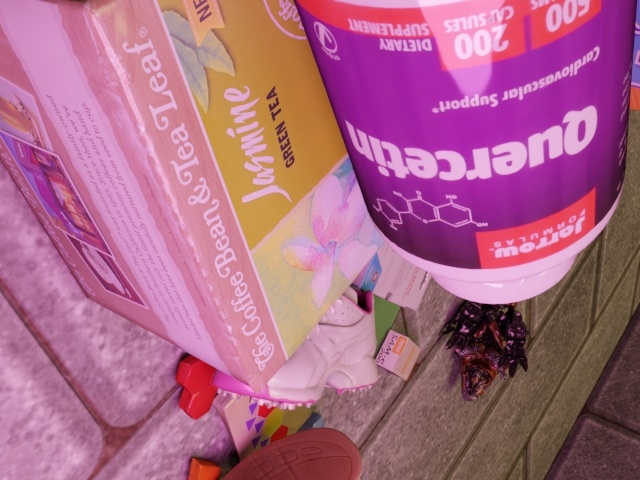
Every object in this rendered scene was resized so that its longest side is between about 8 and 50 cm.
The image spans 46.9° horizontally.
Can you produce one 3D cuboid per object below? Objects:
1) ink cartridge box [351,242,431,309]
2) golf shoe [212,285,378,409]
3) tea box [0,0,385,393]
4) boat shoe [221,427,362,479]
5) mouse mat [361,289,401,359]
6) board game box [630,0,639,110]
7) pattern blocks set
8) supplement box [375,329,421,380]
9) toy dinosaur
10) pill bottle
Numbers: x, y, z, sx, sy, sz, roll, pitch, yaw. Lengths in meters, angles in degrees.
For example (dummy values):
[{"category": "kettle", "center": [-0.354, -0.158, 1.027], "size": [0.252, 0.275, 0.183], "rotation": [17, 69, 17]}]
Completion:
[{"category": "ink cartridge box", "center": [0.096, 0.030, 1.058], "size": [0.180, 0.060, 0.104], "rotation": [28, 85, -55]}, {"category": "golf shoe", "center": [-0.021, 0.115, 0.863], "size": [0.306, 0.115, 0.140], "rotation": [6, 93, -64]}, {"category": "tea box", "center": [-0.068, -0.126, 0.576], "size": [0.323, 0.220, 0.329], "rotation": [-48, 143, -29]}, {"category": "boat shoe", "center": [-0.089, 0.357, 0.897], "size": [0.341, 0.121, 0.110], "rotation": [-38, 153, -4]}, {"category": "mouse mat", "center": [0.093, 0.100, 1.156], "size": [0.189, 0.007, 0.152], "rotation": [-64, 148, -9]}, {"category": "board game box", "center": [0.535, -0.447, 1.161], "size": [0.356, 0.357, 0.356], "rotation": [-43, 140, -35]}, {"category": "pattern blocks set", "center": [-0.071, 0.211, 0.955], "size": [0.285, 0.026, 0.324], "rotation": [-37, 136, -40]}, {"category": "supplement box", "center": [0.130, 0.192, 1.231], "size": [0.062, 0.036, 0.098], "rotation": [-62, 153, -9]}, {"category": "toy dinosaur", "center": [0.339, 0.171, 1.481], "size": [0.218, 0.165, 0.321], "rotation": [-9, 98, -70]}, {"category": "pill bottle", "center": [0.098, -0.096, 0.461], "size": [0.181, 0.182, 0.323], "rotation": [-53, 145, -23]}]
